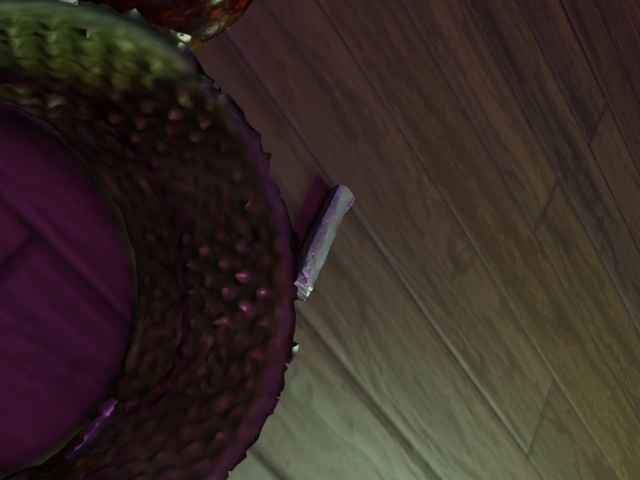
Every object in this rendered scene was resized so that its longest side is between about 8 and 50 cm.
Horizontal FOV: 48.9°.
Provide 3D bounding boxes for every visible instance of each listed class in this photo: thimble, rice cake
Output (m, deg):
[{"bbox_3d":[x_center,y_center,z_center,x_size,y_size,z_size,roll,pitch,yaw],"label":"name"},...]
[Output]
[{"bbox_3d":[-0.153,0.026,0.367,0.271,0.150,0.270,7,81,-50],"label":"thimble"},{"bbox_3d":[0.000,0.000,0.634,0.022,0.021,0.121,39,59,-23],"label":"rice cake"}]

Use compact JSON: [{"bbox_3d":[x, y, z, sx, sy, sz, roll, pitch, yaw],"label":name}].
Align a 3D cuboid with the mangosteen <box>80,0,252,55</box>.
[{"bbox_3d":[-0.117,-0.175,0.455,0.146,0.181,0.156,-6,46,-43],"label":"mangosteen"}]
